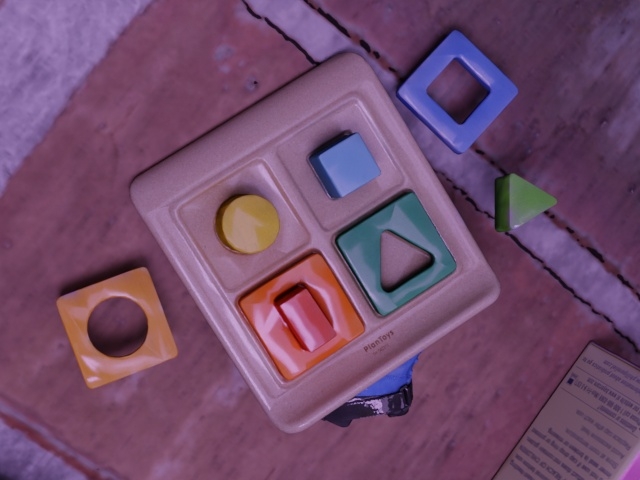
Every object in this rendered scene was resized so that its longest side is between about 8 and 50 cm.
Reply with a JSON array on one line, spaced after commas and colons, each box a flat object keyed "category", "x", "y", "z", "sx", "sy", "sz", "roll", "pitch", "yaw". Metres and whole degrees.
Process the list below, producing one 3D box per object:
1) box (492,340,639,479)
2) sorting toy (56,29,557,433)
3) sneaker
[{"category": "box", "x": 0.238, "y": 0.242, "z": 0.925, "sx": 0.214, "sy": 0.117, "sz": 0.243, "roll": 36, "pitch": 90, "yaw": -25}, {"category": "sorting toy", "x": 0.000, "y": 0.000, "z": 0.777, "sx": 0.348, "sy": 0.047, "sz": 0.196, "roll": -33, "pitch": 93, "yaw": -10}, {"category": "sneaker", "x": 0.056, "y": 0.074, "z": 0.845, "sx": 0.152, "sy": 0.058, "sz": 0.084, "roll": -27, "pitch": 114, "yaw": -16}]
